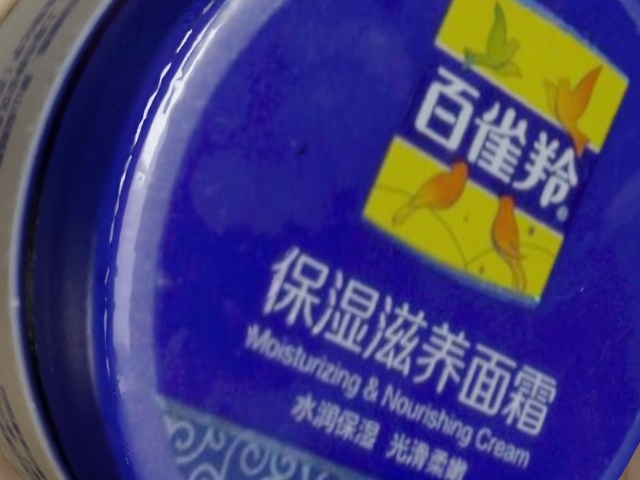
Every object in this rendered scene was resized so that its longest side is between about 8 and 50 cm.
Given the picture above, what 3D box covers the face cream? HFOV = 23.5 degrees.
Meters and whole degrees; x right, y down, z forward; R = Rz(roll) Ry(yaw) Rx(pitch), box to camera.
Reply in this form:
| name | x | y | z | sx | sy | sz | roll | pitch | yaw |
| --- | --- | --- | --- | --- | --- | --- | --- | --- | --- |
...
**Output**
| name | x | y | z | sx | sy | sz | roll | pitch | yaw |
| --- | --- | --- | --- | --- | --- | --- | --- | --- | --- |
| face cream | 0.000 | 0.000 | 0.434 | 0.206 | 0.111 | 0.206 | -10 | 106 | -37 |
